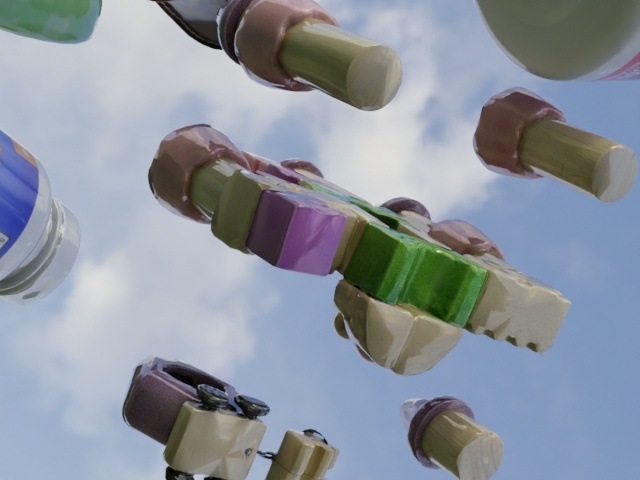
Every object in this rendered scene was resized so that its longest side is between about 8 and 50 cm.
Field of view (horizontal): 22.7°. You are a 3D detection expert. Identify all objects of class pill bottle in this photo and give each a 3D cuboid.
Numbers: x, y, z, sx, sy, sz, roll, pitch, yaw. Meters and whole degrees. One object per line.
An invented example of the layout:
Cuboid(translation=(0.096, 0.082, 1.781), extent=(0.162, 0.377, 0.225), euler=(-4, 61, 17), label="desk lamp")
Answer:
Cuboid(translation=(-0.340, -0.047, 1.442), extent=(0.152, 0.272, 0.152), euler=(-15, -123, 25), label="pill bottle")
Cuboid(translation=(0.278, -0.209, 1.184), extent=(0.181, 0.323, 0.181), euler=(8, -79, 52), label="pill bottle")

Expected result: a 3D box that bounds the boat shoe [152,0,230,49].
Cuboid(translation=(-0.155, -0.262, 1.399), extent=(0.123, 0.342, 0.123), euler=(3, -120, 23), label="boat shoe")

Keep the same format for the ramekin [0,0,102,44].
Cuboid(translation=(-0.245, -0.254, 0.963), extent=(0.303, 0.303, 0.148), euler=(36, -76, 34), label="ramekin")

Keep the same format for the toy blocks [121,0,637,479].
Cuboid(translation=(0.000, 0.000, 1.123), extent=(0.260, 0.288, 0.309), euler=(31, -80, 52), label="toy blocks")
